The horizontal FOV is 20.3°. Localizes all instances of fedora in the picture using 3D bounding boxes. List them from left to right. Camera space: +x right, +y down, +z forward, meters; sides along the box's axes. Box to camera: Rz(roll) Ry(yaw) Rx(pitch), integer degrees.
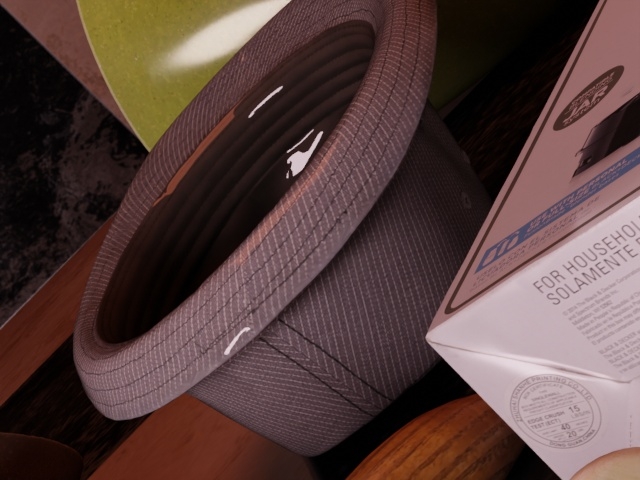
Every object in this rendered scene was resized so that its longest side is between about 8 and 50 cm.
[{"bbox_3d":[0.000,0.000,0.833,0.244,0.124,0.275,-45,18,13],"label":"fedora"}]

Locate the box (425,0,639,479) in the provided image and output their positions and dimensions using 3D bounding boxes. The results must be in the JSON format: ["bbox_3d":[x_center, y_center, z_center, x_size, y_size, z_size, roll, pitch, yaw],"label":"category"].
[{"bbox_3d":[0.156,-0.059,0.551,0.169,0.087,0.290,-36,13,40],"label":"box"}]

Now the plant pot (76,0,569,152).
[{"bbox_3d":[0.034,-0.189,1.176,0.293,0.275,0.275,-21,21,27],"label":"plant pot"}]

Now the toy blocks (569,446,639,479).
[{"bbox_3d":[0.073,0.099,0.354,0.123,0.054,0.148,-48,10,-11],"label":"toy blocks"}]

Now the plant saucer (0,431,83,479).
[{"bbox_3d":[-0.294,0.182,1.077,0.310,0.050,0.310,-12,-19,-4],"label":"plant saucer"}]

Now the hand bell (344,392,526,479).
[{"bbox_3d":[-0.018,0.123,0.576,0.242,0.126,0.126,-35,6,-21],"label":"hand bell"}]
